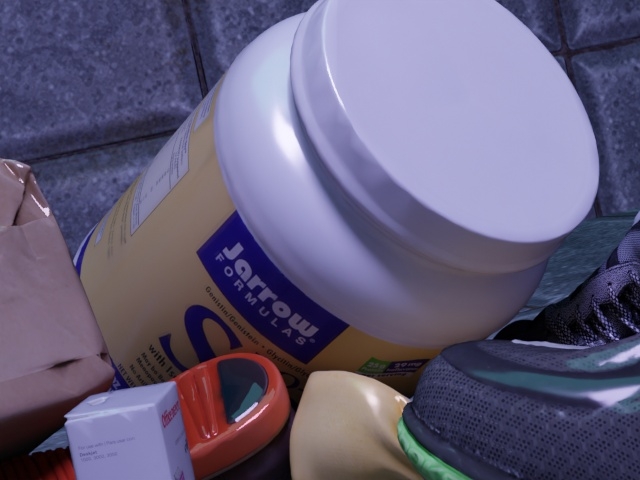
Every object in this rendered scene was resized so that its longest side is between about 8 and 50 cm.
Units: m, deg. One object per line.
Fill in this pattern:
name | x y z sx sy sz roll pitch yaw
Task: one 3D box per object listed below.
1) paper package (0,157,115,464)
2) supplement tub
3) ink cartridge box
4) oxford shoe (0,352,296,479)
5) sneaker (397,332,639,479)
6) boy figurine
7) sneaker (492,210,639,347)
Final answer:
paper package | -0.341 0.113 1.016 0.309 0.168 0.325 -14 -18 -49
supplement tub | 0.000 0.000 1.127 0.241 0.241 0.331 -15 -21 -43
ink cartridge box | -0.095 0.142 0.919 0.052 0.122 0.088 -12 3 2
oxford shoe | -0.129 0.173 1.024 0.271 0.098 0.097 -26 36 -3
sneaker | 0.264 0.034 0.763 0.482 0.202 0.185 -11 3 21
boy figurine | 0.123 0.101 0.987 0.285 0.092 0.177 -11 -19 18
sneaker | 0.182 0.062 1.079 0.153 0.101 0.268 -34 -12 -13
